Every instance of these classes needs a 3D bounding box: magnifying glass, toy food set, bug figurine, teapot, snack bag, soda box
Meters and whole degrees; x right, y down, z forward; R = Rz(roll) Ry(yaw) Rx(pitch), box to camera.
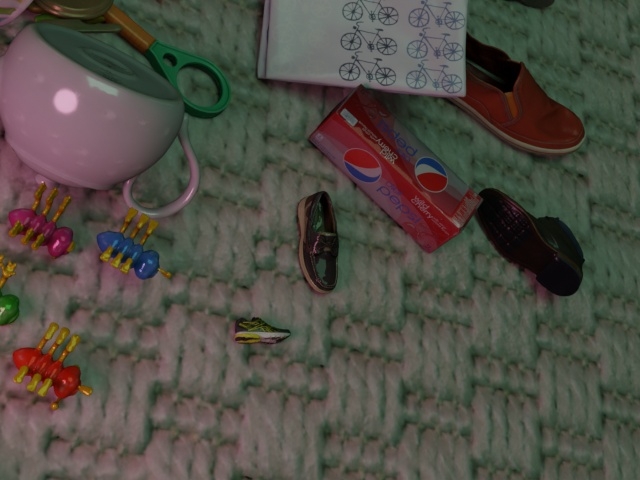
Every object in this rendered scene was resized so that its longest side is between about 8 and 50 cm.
[{"bbox_3d":[-0.227,-0.265,1.723,0.231,0.026,0.092,38,53,-10],"label":"magnifying glass"},{"bbox_3d":[-0.357,-0.348,1.671,0.132,0.038,0.192,-4,56,-26],"label":"toy food set"},{"bbox_3d":[-0.326,0.060,1.475,0.216,0.072,0.279,35,58,-5],"label":"bug figurine"},{"bbox_3d":[-0.305,-0.146,1.521,0.256,0.187,0.252,35,16,23],"label":"teapot"},{"bbox_3d":[0.075,-0.393,1.852,0.323,0.037,0.342,5,76,-4],"label":"snack bag"},{"bbox_3d":[0.115,-0.108,1.814,0.263,0.092,0.083,43,52,-6],"label":"soda box"}]

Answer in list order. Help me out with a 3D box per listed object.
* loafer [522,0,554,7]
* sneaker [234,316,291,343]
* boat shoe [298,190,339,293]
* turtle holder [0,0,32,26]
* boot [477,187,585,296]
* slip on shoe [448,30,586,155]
[{"bbox_3d":[0.373,-0.459,2.176,0.125,0.045,0.039,6,58,-26],"label":"loafer"},{"bbox_3d":[-0.078,0.120,1.623,0.083,0.031,0.035,4,65,-30],"label":"sneaker"},{"bbox_3d":[0.000,0.000,1.718,0.056,0.049,0.152,1,67,-32],"label":"boat shoe"},{"bbox_3d":[-0.433,-0.396,1.480,0.227,0.320,0.243,42,49,-25],"label":"turtle holder"},{"bbox_3d":[0.344,-0.009,1.936,0.219,0.082,0.106,48,30,2],"label":"boot"},{"bbox_3d":[0.321,-0.246,2.004,0.331,0.101,0.123,29,54,-18],"label":"slip on shoe"}]
